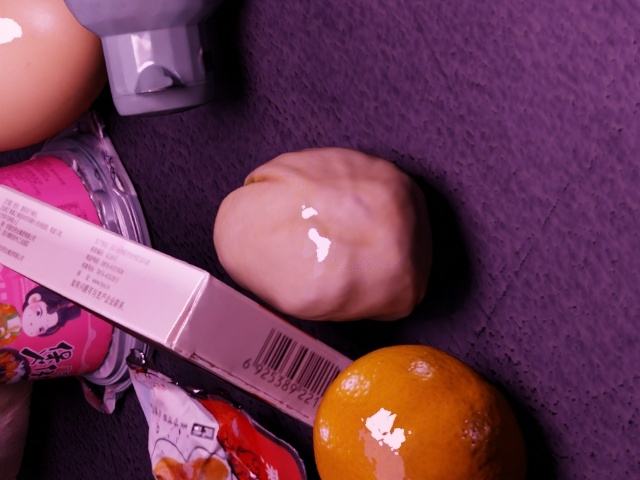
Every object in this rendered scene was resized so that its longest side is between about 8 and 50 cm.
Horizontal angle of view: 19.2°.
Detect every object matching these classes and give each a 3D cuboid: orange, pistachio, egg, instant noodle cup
[{"bbox_3d":[0.069,0.144,1.265,0.156,0.124,0.156,49,159,27],"label":"orange"},{"bbox_3d":[0.000,0.000,1.335,0.226,0.136,0.136,3,103,63],"label":"pistachio"},{"bbox_3d":[-0.278,-0.177,1.653,0.244,0.201,0.201,3,103,47],"label":"egg"},{"bbox_3d":[-0.287,0.032,1.753,0.258,0.181,0.302,7,106,59],"label":"instant noodle cup"}]

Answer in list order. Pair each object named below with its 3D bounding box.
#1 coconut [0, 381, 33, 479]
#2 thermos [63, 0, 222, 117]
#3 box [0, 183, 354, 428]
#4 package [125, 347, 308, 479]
[{"bbox_3d":[-0.459,0.156,1.929,0.360,0.346,0.346,46,137,44],"label":"coconut"},{"bbox_3d":[-0.142,-0.241,1.472,0.182,0.145,0.286,-92,-6,-81],"label":"thermos"},{"bbox_3d":[-0.108,0.058,1.446,0.353,0.214,0.069,17,77,55],"label":"box"},{"bbox_3d":[-0.077,0.196,1.576,0.269,0.071,0.194,24,141,45],"label":"package"}]
